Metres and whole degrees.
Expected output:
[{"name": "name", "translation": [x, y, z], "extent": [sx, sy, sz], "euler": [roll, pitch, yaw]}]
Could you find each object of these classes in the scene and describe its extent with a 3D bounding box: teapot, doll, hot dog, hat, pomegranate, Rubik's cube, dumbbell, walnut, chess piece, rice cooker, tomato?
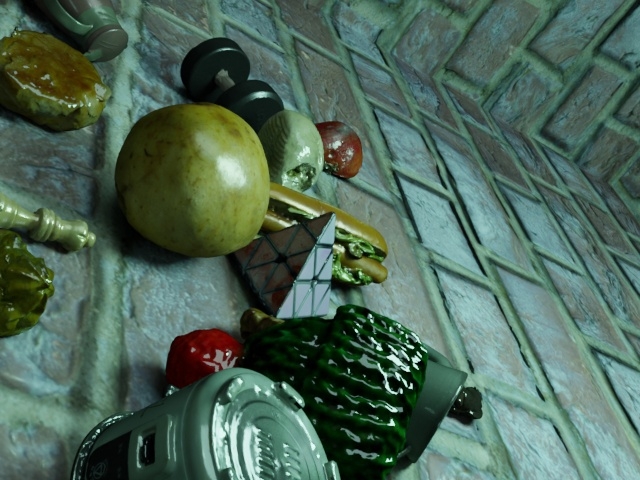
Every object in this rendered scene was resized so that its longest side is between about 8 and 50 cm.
[{"name": "teapot", "translation": [0.122, 0.244, 1.442], "extent": [0.149, 0.162, 0.239], "euler": [32, 53, 9]}, {"name": "doll", "translation": [0.233, 0.263, 1.653], "extent": [0.165, 0.057, 0.139], "euler": [17, 28, -54]}, {"name": "hot dog", "translation": [0.000, 0.000, 1.701], "extent": [0.337, 0.135, 0.100], "euler": [24, 4, -29]}, {"name": "hat", "translation": [-0.043, 0.189, 1.208], "extent": [0.332, 0.242, 0.274], "euler": [22, 41, 5]}, {"name": "pomegranate", "translation": [-0.199, -0.093, 1.482], "extent": [0.260, 0.260, 0.260], "euler": [30, 25, -16]}, {"name": "Rubik's cube", "translation": [-0.038, 0.098, 1.568], "extent": [0.178, 0.211, 0.190], "euler": [51, 34, -38]}, {"name": "dumbbell", "translation": [-0.191, -0.316, 1.982], "extent": [0.152, 0.152, 0.218], "euler": [8, 37, -47]}, {"name": "walnut", "translation": [-0.054, 0.154, 1.388], "extent": [0.143, 0.069, 0.170], "euler": [27, -9, -23]}, {"name": "chess piece", "translation": [-0.399, -0.023, 1.311], "extent": [0.172, 0.060, 0.060], "euler": [21, 29, -36]}, {"name": "rice cooker", "translation": [-0.125, 0.268, 0.961], "extent": [0.241, 0.227, 0.280], "euler": [36, 34, -43]}, {"name": "tomato", "translation": [0.028, -0.236, 2.197], "extent": [0.189, 0.099, 0.173], "euler": [26, 28, -19]}]

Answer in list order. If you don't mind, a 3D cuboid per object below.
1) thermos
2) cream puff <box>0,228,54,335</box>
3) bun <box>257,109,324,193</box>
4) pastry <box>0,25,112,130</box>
[{"name": "thermos", "translation": [-0.499, -0.481, 1.877], "extent": [0.265, 0.146, 0.176], "euler": [54, 22, 20]}, {"name": "cream puff", "translation": [-0.392, 0.044, 1.129], "extent": [0.146, 0.116, 0.146], "euler": [30, 28, -19]}, {"name": "bun", "translation": [-0.059, -0.153, 1.839], "extent": [0.128, 0.178, 0.193], "euler": [25, 25, -29]}, {"name": "pastry", "translation": [-0.477, -0.277, 1.593], "extent": [0.218, 0.100, 0.229], "euler": [12, 39, -36]}]
